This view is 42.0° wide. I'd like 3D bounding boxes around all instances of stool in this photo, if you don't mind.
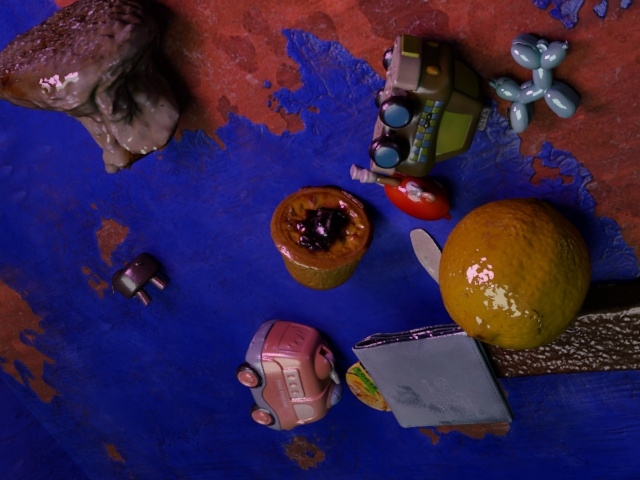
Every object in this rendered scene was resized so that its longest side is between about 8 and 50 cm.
[{"bbox_3d":[-0.488,0.112,2.226,0.121,0.125,0.217,45,146,-9],"label":"stool"}]

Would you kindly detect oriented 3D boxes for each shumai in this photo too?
[{"bbox_3d":[-0.457,-0.312,1.741,0.398,0.324,0.323,5,141,37],"label":"shumai"}]

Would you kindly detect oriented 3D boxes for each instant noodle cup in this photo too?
[{"bbox_3d":[0.153,0.308,1.957,0.152,0.122,0.151,19,132,23],"label":"instant noodle cup"}]

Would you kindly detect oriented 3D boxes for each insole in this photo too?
[{"bbox_3d":[0.246,0.053,1.764,0.063,0.010,0.192,-20,112,42],"label":"insole"}]

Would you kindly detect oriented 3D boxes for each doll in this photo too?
[{"bbox_3d":[0.168,-0.096,1.602,0.217,0.085,0.183,23,-177,-12],"label":"doll"},{"bbox_3d":[0.359,-0.268,1.388,0.159,0.059,0.158,-22,111,44],"label":"doll"}]

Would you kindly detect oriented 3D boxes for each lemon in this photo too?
[{"bbox_3d":[0.349,0.061,1.505,0.293,0.293,0.293,18,133,21],"label":"lemon"}]

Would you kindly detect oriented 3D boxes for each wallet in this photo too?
[{"bbox_3d":[0.240,0.294,1.771,0.291,0.054,0.251,-12,118,34],"label":"wallet"}]

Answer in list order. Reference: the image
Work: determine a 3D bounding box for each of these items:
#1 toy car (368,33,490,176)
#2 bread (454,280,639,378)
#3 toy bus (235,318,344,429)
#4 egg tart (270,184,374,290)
[{"bbox_3d":[0.194,-0.224,1.467,0.198,0.204,0.247,10,131,-2],"label":"toy car"},{"bbox_3d":[0.483,0.177,1.636,0.417,0.113,0.165,-10,119,37],"label":"bread"},{"bbox_3d":[-0.062,0.333,2.088,0.232,0.194,0.287,-3,123,21],"label":"toy bus"},{"bbox_3d":[0.000,0.000,1.757,0.215,0.215,0.170,27,149,13],"label":"egg tart"}]
